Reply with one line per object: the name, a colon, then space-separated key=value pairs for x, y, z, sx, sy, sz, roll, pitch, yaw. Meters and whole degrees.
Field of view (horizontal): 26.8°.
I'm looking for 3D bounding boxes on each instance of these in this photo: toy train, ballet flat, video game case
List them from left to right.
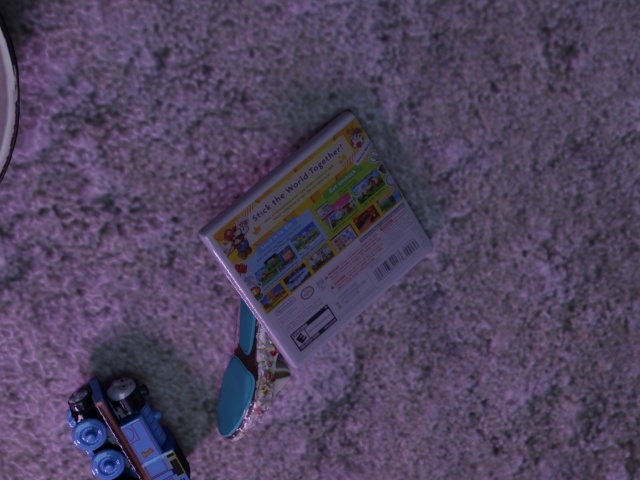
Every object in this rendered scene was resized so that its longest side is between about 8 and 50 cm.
toy train: x=-0.234 y=0.245 z=1.630 sx=0.105 sy=0.080 sz=0.184 roll=-28 pitch=114 yaw=-7
ballet flat: x=-0.066 y=0.136 z=1.605 sx=0.077 sy=0.091 sz=0.241 roll=-1 pitch=118 yaw=-27
video game case: x=0.000 y=0.000 z=1.540 sx=0.227 sy=0.026 sz=0.206 roll=-40 pitch=117 yaw=-15

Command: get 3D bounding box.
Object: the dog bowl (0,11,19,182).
dog bowl: x=-0.505 y=-0.169 z=1.346 sx=0.408 sy=0.150 sz=0.408 roll=-4 pitch=115 yaw=-8
